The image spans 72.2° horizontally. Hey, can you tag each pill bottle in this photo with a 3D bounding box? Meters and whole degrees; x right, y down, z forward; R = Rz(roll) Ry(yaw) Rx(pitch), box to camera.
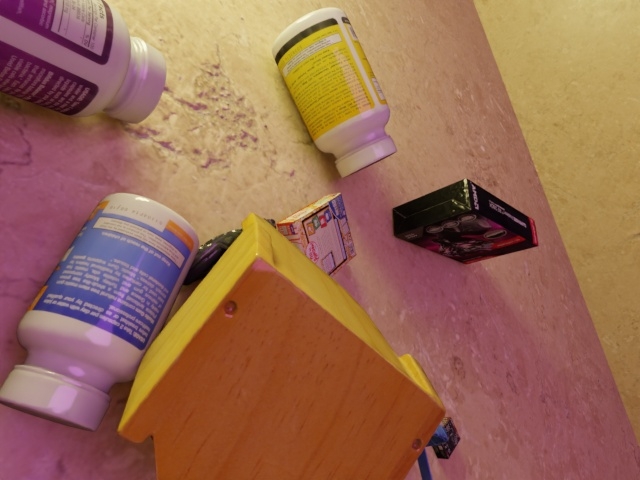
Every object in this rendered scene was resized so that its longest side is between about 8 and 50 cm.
[{"bbox_3d":[0.040,-0.322,0.996,0.188,0.188,0.334,-30,96,-46],"label":"pill bottle"},{"bbox_3d":[-0.368,-0.266,0.579,0.301,0.169,0.169,15,64,-55],"label":"pill bottle"},{"bbox_3d":[-0.275,0.086,0.561,0.152,0.152,0.272,37,52,-28],"label":"pill bottle"}]

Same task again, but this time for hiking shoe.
[{"bbox_3d":[-0.138,0.040,0.758,0.227,0.086,0.114,-29,92,-47],"label":"hiking shoe"}]

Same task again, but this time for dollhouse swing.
[{"bbox_3d":[-0.057,0.169,0.642,0.347,0.305,0.315,42,79,-23],"label":"dollhouse swing"}]

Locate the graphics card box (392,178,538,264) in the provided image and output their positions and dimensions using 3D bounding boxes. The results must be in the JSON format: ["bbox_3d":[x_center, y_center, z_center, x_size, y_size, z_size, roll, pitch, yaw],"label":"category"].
[{"bbox_3d":[0.403,-0.036,1.205,0.371,0.232,0.094,20,62,-39],"label":"graphics card box"}]

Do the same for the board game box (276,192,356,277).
[{"bbox_3d":[0.000,0.000,0.893,0.193,0.045,0.147,-35,115,-54],"label":"board game box"}]

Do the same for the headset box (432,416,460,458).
[{"bbox_3d":[0.300,0.471,1.055,0.083,0.032,0.062,-28,96,-47],"label":"headset box"}]

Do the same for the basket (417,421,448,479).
[{"bbox_3d":[0.101,0.363,0.783,0.254,0.201,0.289,22,52,-37],"label":"basket"}]
